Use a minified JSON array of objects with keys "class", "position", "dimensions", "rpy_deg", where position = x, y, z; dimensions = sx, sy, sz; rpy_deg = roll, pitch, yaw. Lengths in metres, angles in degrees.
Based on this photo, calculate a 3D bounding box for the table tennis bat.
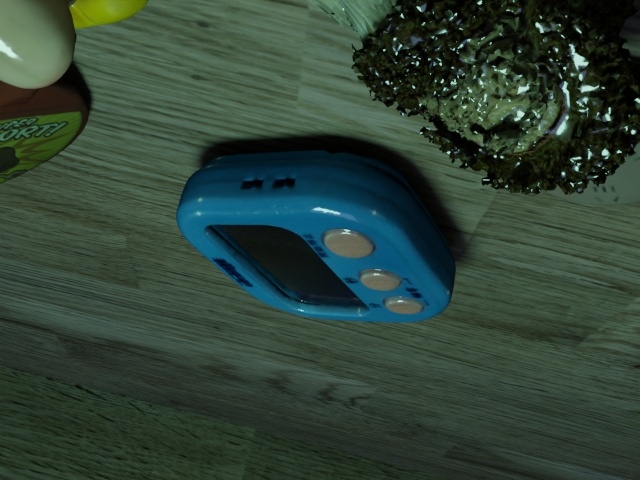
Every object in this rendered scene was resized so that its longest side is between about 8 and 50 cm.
[{"class":"table tennis bat","position":[-0.374,-0.134,1.012],"dimensions":[0.268,0.051,0.415],"rpy_deg":[-17,171,-41]}]

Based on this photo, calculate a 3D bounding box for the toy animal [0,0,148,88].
[{"class":"toy animal","position":[-0.249,-0.208,0.680],"dimensions":[0.345,0.247,0.277],"rpy_deg":[-6,150,39]}]

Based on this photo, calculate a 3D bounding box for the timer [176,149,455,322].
[{"class":"timer","position":[0.000,0.000,1.164],"dimensions":[0.309,0.115,0.340],"rpy_deg":[-1,152,28]}]

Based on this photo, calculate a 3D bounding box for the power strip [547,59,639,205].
[{"class":"power strip","position":[0.263,-0.099,0.845],"dimensions":[0.154,0.078,0.154],"rpy_deg":[13,156,6]}]

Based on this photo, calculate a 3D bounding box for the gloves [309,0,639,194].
[{"class":"gloves","position":[0.122,-0.164,0.703],"dimensions":[0.312,0.135,0.210],"rpy_deg":[45,126,-15]}]
